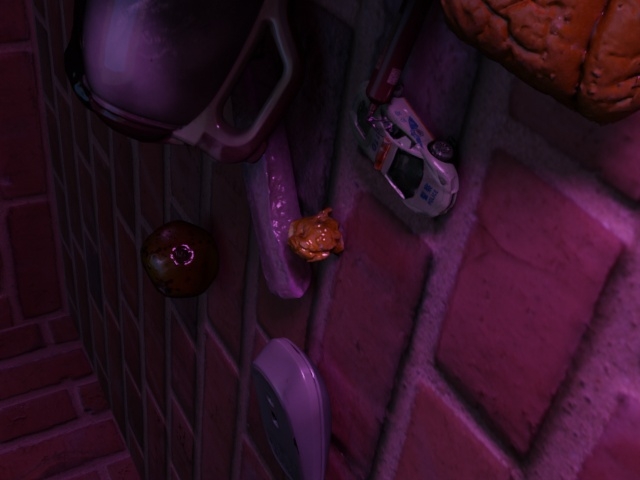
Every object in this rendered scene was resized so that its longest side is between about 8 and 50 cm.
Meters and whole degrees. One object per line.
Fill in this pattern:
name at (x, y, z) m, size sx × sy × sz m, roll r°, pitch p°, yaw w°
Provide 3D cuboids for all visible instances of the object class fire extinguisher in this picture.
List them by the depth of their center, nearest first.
fire extinguisher at (0.079, -0.199, 0.755) m, size 0.049 × 0.035 × 0.173 m, roll 51°, pitch 124°, yaw 52°

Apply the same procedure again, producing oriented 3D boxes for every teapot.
teapot at (-0.170, -0.266, 0.970) m, size 0.314 × 0.233 × 0.312 m, roll 26°, pitch 109°, yaw 5°

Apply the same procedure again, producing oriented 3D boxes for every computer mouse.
computer mouse at (-0.033, 0.283, 1.165) m, size 0.159 × 0.097 × 0.289 m, roll 37°, pitch 145°, yaw 48°

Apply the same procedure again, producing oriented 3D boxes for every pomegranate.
pomegranate at (-0.283, 0.039, 1.462) m, size 0.205 × 0.159 × 0.159 m, roll 123°, pitch 132°, yaw -86°

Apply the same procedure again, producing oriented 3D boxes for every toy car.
toy car at (0.088, -0.105, 0.803) m, size 0.186 × 0.058 × 0.093 m, roll 58°, pitch 146°, yaw 30°

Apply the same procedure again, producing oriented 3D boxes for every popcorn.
popcorn at (0.000, 0.000, 1.008) m, size 0.084 × 0.084 × 0.084 m, roll 35°, pitch 132°, yaw 51°

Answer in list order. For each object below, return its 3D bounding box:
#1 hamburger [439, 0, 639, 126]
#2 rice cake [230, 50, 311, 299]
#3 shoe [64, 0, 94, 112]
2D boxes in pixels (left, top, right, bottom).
hamburger at (0.178, -0.194, 0.525) m, size 0.206 × 0.129 × 0.183 m, roll 48°, pitch 144°, yaw 37°
rice cake at (-0.077, -0.103, 1.098) m, size 0.070 × 0.064 × 0.399 m, roll -1°, pitch 102°, yaw 50°
shoe at (-0.427, -0.356, 1.503) m, size 0.384 × 0.171 × 0.237 m, roll 59°, pitch 141°, yaw 32°
